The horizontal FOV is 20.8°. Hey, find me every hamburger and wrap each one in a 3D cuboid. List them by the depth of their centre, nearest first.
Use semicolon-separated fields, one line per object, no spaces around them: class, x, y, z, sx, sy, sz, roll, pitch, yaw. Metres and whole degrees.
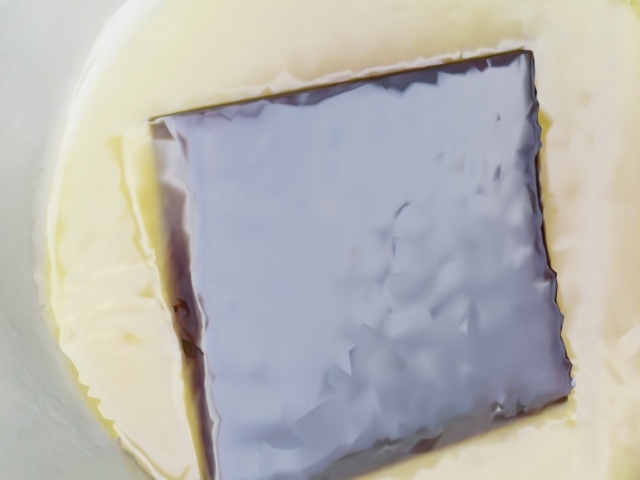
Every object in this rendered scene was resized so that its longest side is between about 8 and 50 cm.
hamburger;0.000;0.000;0.567;0.295;0.227;0.151;5;-5;-38
